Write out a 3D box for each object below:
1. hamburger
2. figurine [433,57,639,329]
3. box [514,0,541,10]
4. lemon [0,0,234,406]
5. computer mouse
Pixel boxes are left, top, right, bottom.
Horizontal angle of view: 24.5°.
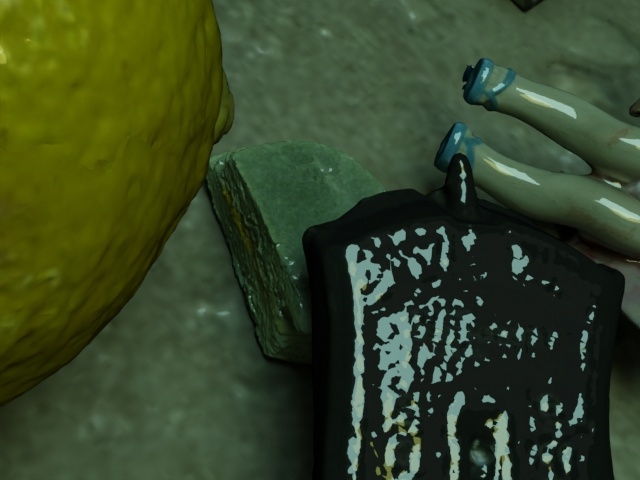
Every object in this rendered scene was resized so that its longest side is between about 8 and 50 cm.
[{"bbox_3d":[0.002,-0.002,0.695,0.084,0.054,0.121,-10,56,-27],"label":"hamburger"},{"bbox_3d":[0.190,-0.031,0.754,0.260,0.103,0.205,23,77,-3],"label":"figurine"},{"bbox_3d":[0.121,-0.186,0.866,0.085,0.060,0.063,46,60,9],"label":"box"},{"bbox_3d":[-0.176,-0.060,0.518,0.293,0.293,0.293,11,55,-17],"label":"lemon"},{"bbox_3d":[0.055,0.094,0.620,0.147,0.088,0.264,8,74,-21],"label":"computer mouse"}]
